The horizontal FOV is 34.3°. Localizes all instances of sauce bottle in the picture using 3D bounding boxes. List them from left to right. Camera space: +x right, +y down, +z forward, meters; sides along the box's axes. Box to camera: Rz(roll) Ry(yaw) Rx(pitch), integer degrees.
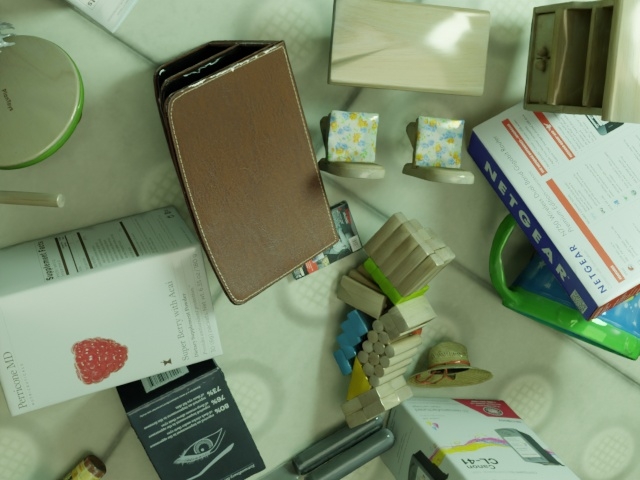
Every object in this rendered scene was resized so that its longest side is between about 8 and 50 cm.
[{"bbox_3d":[-0.382,0.381,1.575,0.128,0.042,0.042,-44,118,4],"label":"sauce bottle"}]

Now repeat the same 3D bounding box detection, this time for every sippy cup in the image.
[{"bbox_3d":[0.444,0.048,1.681,0.305,0.240,0.224,24,88,-45],"label":"sippy cup"}]

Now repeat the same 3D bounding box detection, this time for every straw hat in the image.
[{"bbox_3d":[0.212,0.200,1.720,0.145,0.144,0.061,9,65,-24],"label":"straw hat"}]

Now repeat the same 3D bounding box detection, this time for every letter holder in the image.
[{"bbox_3d":[-0.132,-0.091,1.395,0.214,0.152,0.301,-35,120,-34],"label":"letter holder"}]

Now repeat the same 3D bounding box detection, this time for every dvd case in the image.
[{"bbox_3d":[0.000,0.000,1.598,0.120,0.013,0.087,-25,116,-9],"label":"dvd case"}]

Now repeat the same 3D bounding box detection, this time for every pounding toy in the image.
[{"bbox_3d":[-0.382,-0.136,1.340,0.183,0.110,0.236,0,72,9],"label":"pounding toy"}]

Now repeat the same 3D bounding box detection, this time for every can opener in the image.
[{"bbox_3d":[-0.008,0.389,1.720,0.284,0.076,0.095,-29,149,-9],"label":"can opener"}]

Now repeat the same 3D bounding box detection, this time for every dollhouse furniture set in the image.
[{"bbox_3d":[0.214,-0.255,1.391,0.394,0.256,0.361,2,97,-14],"label":"dollhouse furniture set"}]

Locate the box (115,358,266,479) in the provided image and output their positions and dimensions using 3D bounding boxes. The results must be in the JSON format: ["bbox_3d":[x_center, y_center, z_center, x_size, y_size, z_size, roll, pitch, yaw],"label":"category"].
[{"bbox_3d":[-0.197,0.282,1.573,0.153,0.108,0.207,-25,117,-11],"label":"box"}]

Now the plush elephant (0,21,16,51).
[{"bbox_3d":[-0.527,-0.190,1.180,0.330,0.272,0.255,23,76,-47],"label":"plush elephant"}]

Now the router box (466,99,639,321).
[{"bbox_3d":[0.440,-0.095,1.575,0.301,0.335,0.082,-28,161,-9],"label":"router box"}]

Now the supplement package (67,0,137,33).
[{"bbox_3d":[-0.261,-0.383,1.215,0.145,0.262,0.204,35,94,-28],"label":"supplement package"}]

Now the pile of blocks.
[{"bbox_3d":[0.110,0.122,1.645,0.113,0.149,0.362,-14,127,-52],"label":"pile of blocks"}]

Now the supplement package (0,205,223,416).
[{"bbox_3d":[-0.307,0.090,1.421,0.293,0.175,0.177,-16,115,-15],"label":"supplement package"}]

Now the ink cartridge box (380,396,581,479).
[{"bbox_3d":[0.262,0.379,1.673,0.226,0.306,0.131,6,107,-23],"label":"ink cartridge box"}]
